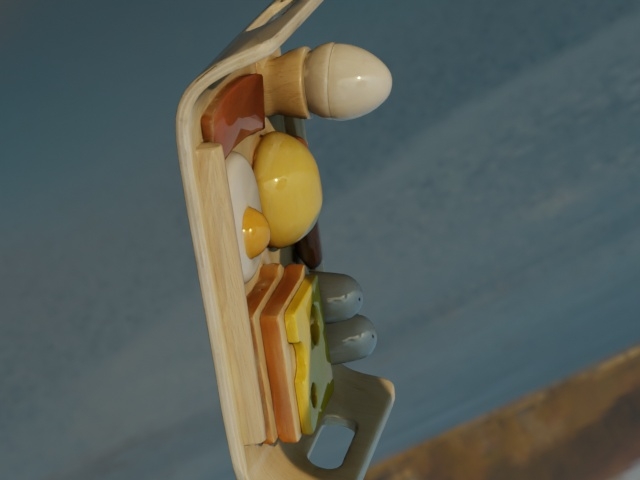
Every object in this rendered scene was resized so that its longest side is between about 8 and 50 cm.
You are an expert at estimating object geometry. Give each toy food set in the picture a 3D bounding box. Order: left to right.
[{"bbox_3d":[0.000,0.000,1.167,0.092,0.306,0.220,-4,-160,14],"label":"toy food set"}]
